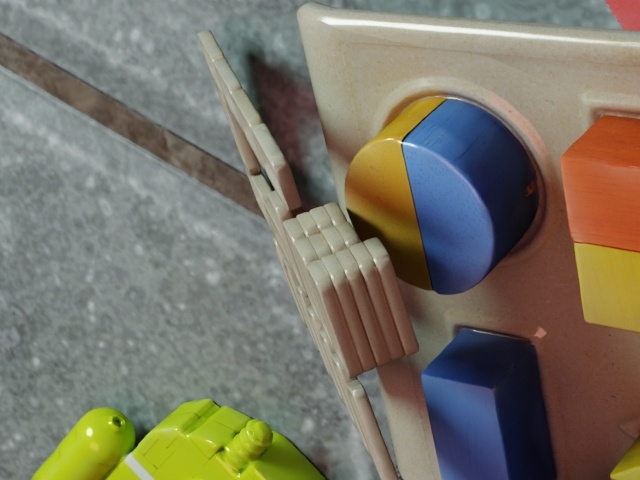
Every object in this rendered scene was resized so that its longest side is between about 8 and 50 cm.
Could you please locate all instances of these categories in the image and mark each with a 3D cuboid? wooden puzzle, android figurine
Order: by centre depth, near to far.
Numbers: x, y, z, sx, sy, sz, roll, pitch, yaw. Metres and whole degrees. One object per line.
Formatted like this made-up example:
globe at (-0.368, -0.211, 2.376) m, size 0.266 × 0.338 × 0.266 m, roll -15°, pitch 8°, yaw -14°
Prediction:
wooden puzzle at (0.134, 0.045, 0.950) m, size 0.347 × 0.080 × 0.322 m, roll 13°, pitch 129°, yaw 39°
android figurine at (-0.081, 0.216, 1.248) m, size 0.248 × 0.056 × 0.273 m, roll 47°, pitch 130°, yaw 3°

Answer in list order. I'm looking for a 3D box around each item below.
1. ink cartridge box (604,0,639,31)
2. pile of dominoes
ink cartridge box at (0.289, -0.083, 0.861) m, size 0.296 × 0.066 × 0.261 m, roll -30°, pitch 96°, yaw 38°
pile of dominoes at (0.000, 0.000, 1.011) m, size 0.040 × 0.251 × 0.196 m, roll -21°, pitch 115°, yaw -4°
